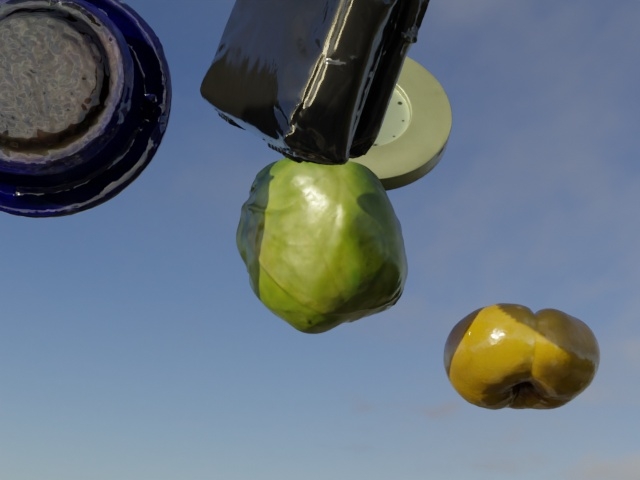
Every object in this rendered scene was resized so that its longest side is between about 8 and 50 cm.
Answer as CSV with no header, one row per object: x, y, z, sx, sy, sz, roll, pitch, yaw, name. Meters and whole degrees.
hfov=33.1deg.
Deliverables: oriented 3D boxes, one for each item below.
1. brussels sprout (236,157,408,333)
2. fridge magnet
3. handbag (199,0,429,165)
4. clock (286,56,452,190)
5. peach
0.000,0.000,1.215,0.161,0.223,0.223,-35,14,-38,brussels sprout
-0.288,-0.153,1.125,0.265,0.265,0.112,6,-12,1,fridge magnet
-0.003,-0.196,0.907,0.088,0.244,0.275,15,10,-23,handbag
0.048,-0.159,1.354,0.235,0.235,0.029,7,-37,-2,clock
0.232,0.136,1.246,0.179,0.103,0.179,1,-27,1,peach
